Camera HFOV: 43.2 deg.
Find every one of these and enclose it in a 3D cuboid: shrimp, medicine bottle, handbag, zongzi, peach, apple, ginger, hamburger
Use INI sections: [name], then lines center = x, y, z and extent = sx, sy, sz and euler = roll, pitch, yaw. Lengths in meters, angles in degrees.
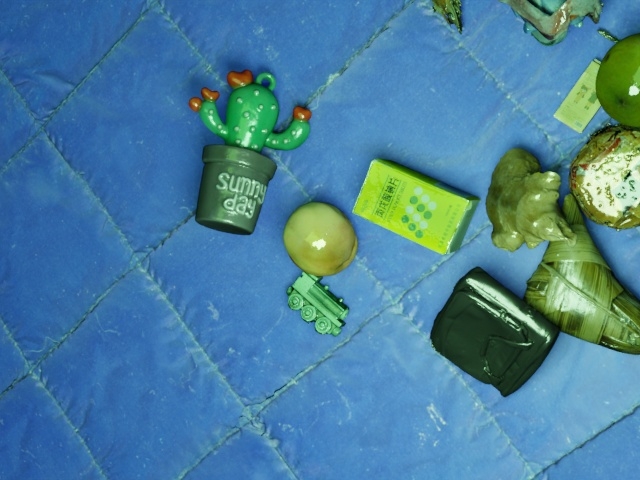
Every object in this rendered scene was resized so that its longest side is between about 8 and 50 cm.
[shrimp]
center = 0.306, -0.617, 1.829
extent = 0.169, 0.058, 0.295
euler = -24, 80, 18
[medicine bottle]
center = 0.219, -0.081, 1.839
extent = 0.250, 0.141, 0.137
euler = 26, 105, 19
[handbag]
center = 0.366, 0.207, 1.755
extent = 0.244, 0.088, 0.275
euler = 37, 141, 14
[zongzi]
center = 0.591, 0.073, 1.703
extent = 0.286, 0.134, 0.288
euler = 19, 99, 17
[peach]
center = 0.000, 0.000, 1.907
extent = 0.184, 0.184, 0.184
euler = 1, 93, 21
[apple]
center = 0.651, -0.327, 1.635
extent = 0.157, 0.197, 0.196
euler = 29, 105, 51
[ginger]
center = 0.437, -0.060, 1.708
extent = 0.123, 0.270, 0.218
euler = 14, 120, -18
[hamburger]
center = 0.634, -0.137, 1.696
extent = 0.231, 0.107, 0.230
euler = 4, 101, 22

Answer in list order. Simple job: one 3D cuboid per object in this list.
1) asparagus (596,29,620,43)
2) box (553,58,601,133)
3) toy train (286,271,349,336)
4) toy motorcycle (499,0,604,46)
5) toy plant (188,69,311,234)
[asparagus]
center = 0.660, -0.409, 1.719
extent = 0.163, 0.016, 0.016
euler = 33, 130, 17
[box]
center = 0.578, -0.312, 1.752
extent = 0.073, 0.020, 0.149
euler = 38, 105, 16
[toy train]
center = -0.003, 0.154, 1.973
extent = 0.170, 0.071, 0.111
euler = 41, 98, 15
[toy motorcycle]
center = 0.474, -0.577, 1.692
extent = 0.241, 0.182, 0.319
euler = -34, 79, 47
[toy plant]
center = -0.180, -0.219, 1.969
extent = 0.280, 0.185, 0.400
euler = 10, 81, 14
